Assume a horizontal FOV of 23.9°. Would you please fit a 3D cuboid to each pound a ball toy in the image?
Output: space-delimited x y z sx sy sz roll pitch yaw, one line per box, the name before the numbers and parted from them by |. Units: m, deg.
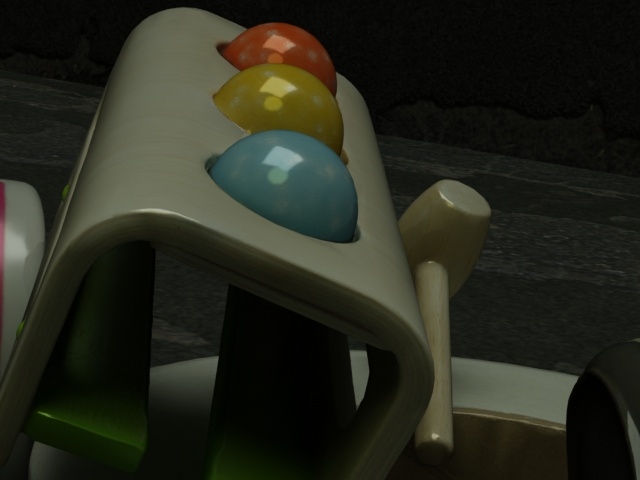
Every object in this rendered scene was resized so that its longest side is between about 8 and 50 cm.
pound a ball toy | 0.000 0.000 0.622 0.208 0.136 0.319 23 19 -10

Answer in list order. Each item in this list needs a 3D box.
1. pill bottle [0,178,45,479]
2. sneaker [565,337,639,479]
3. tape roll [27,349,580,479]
pill bottle | -0.273 0.043 0.684 0.283 0.160 0.160 4 11 -13
sneaker | 0.060 0.122 0.412 0.118 0.083 0.222 2 55 -2
tape roll | 0.068 0.133 0.648 0.392 0.072 0.392 7 11 -1
